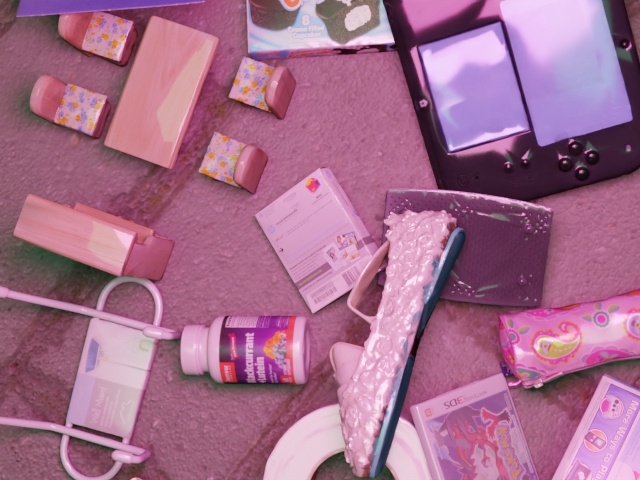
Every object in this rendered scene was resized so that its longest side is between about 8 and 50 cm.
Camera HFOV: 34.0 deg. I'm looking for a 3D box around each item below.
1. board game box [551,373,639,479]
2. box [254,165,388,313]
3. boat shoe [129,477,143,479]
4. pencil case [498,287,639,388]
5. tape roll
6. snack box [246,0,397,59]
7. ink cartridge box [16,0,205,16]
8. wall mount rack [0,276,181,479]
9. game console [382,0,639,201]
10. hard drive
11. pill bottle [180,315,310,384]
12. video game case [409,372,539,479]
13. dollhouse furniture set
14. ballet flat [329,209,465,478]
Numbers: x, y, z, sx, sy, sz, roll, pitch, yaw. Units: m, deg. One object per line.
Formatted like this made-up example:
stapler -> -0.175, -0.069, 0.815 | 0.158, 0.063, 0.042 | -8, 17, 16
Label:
board game box -> 0.482, 0.396, 1.497 | 0.302, 0.086, 0.308 | 25, 74, 24
box -> 0.000, 0.000, 1.654 | 0.145, 0.038, 0.186 | -35, 83, 26
boat shoe -> -0.260, 0.433, 1.680 | 0.133, 0.042, 0.049 | 40, 66, 7
pencil case -> 0.410, 0.143, 1.579 | 0.284, 0.124, 0.124 | -13, 85, 5
tape roll -> 0.056, 0.388, 1.617 | 0.286, 0.100, 0.286 | -1, 85, 6
snack box -> 0.042, -0.397, 1.690 | 0.322, 0.060, 0.187 | -3, 86, 6
ink cartridge box -> -0.324, -0.494, 1.666 | 0.303, 0.072, 0.307 | -4, 53, 5
wall mount rack -> -0.394, 0.210, 1.664 | 0.304, 0.130, 0.350 | 13, 87, 7
game console -> 0.305, -0.254, 1.593 | 0.342, 0.060, 0.386 | -16, 100, 9
hard drive -> 0.223, 0.006, 1.624 | 0.254, 0.054, 0.172 | 7, 103, 11
pill bottle -> -0.117, 0.172, 1.646 | 0.193, 0.108, 0.108 | -1, 86, 7
video game case -> 0.239, 0.320, 1.585 | 0.183, 0.023, 0.201 | -14, 84, -33
dollhouse furniture set -> -0.283, -0.153, 1.612 | 0.362, 0.256, 0.394 | 20, 89, 7
ballet flat -> 0.092, 0.140, 1.538 | 0.147, 0.147, 0.409 | 19, 76, 7
